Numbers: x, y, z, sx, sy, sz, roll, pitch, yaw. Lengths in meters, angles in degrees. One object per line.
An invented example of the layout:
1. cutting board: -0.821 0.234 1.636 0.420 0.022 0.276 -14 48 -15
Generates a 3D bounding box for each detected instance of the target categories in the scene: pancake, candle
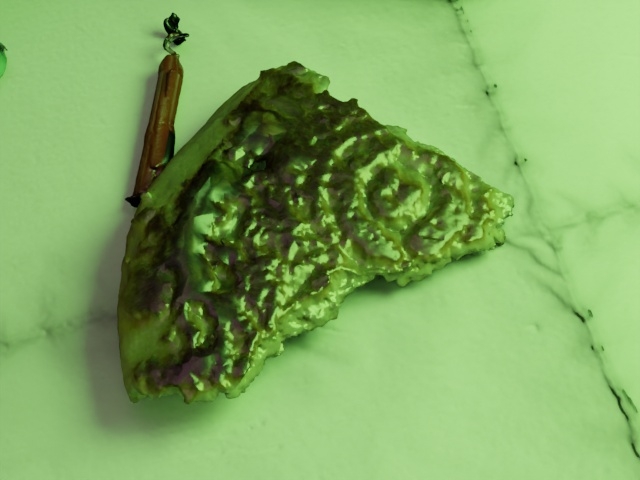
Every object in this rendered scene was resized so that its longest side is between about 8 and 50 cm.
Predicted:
1. pancake: 0.000 0.000 0.966 0.244 0.057 0.266 5 57 -3
2. candle: -0.107 -0.092 1.048 0.026 0.021 0.167 -12 51 23

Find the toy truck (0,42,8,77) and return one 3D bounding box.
1. toy truck: -0.304 -0.144 1.076 0.154 0.080 0.078 32 88 25
